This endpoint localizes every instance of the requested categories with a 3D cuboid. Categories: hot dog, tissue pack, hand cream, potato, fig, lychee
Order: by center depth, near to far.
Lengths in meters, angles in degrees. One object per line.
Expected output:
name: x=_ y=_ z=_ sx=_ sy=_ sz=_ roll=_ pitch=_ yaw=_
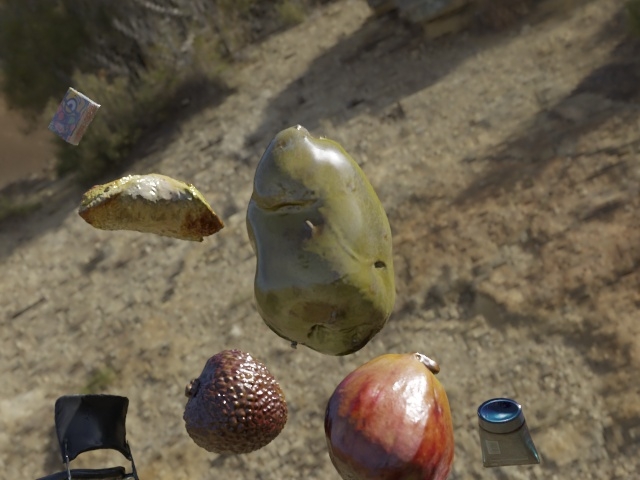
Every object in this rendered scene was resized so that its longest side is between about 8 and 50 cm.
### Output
hot dog: x=-0.190 y=-0.043 z=1.289 sx=0.078 sy=0.168 sz=0.061 roll=-61 pitch=34 yaw=33
potato: x=-0.002 y=0.001 z=1.715 sx=0.218 sy=0.351 sz=0.202 roll=-9 pitch=4 yaw=-4
fig: x=0.111 y=0.307 z=1.838 sx=0.224 sy=0.224 sz=0.263 roll=-18 pitch=43 yaw=20
tissue pack: x=-0.429 y=-0.215 z=2.002 sx=0.063 sy=0.035 sz=0.083 roll=34 pitch=96 yaw=32
lychee: x=-0.155 y=0.294 z=2.033 sx=0.194 sy=0.194 sz=0.194 roll=-23 pitch=23 yaw=10
hand cream: x=0.376 y=0.405 z=2.334 sx=0.120 sy=0.270 sz=0.061 roll=-8 pitch=53 yaw=11

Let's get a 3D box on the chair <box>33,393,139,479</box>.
chair: x=-0.345 y=0.342 z=1.650 sx=0.145 sy=0.221 sz=0.140 roll=-23 pitch=-21 yaw=40
